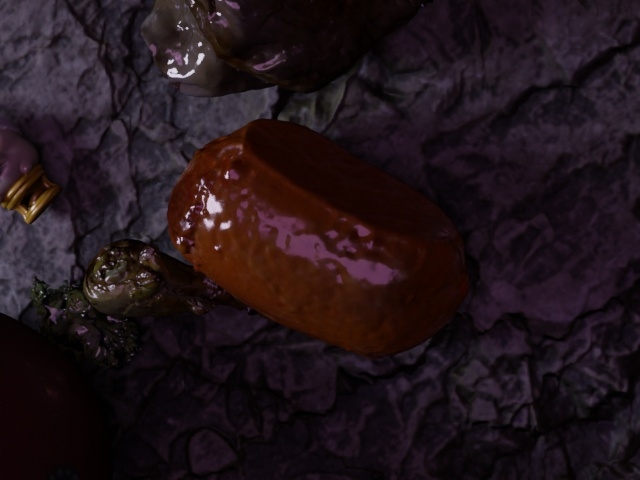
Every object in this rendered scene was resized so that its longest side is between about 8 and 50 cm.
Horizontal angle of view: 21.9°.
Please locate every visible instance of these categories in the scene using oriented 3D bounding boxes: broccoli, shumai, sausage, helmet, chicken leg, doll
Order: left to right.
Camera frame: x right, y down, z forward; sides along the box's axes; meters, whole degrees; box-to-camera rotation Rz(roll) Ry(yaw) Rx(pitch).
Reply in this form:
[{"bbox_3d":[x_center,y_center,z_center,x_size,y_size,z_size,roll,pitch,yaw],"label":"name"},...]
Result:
[{"bbox_3d":[-0.326,0.169,1.450,0.385,0.337,0.230,27,76,33],"label":"helmet"},{"bbox_3d":[-0.300,-0.071,1.509,0.127,0.084,0.073,42,100,-4],"label":"doll"},{"bbox_3d":[-0.216,0.075,1.508,0.095,0.092,0.097,-12,76,-1],"label":"broccoli"},{"bbox_3d":[-0.121,0.042,1.473,0.178,0.093,0.070,12,82,-20],"label":"chicken leg"},{"bbox_3d":[-0.052,-0.224,1.431,0.185,0.218,0.184,14,132,47],"label":"shumai"},{"bbox_3d":[0.000,0.001,1.428,0.268,0.153,0.141,27,124,6],"label":"sausage"}]
